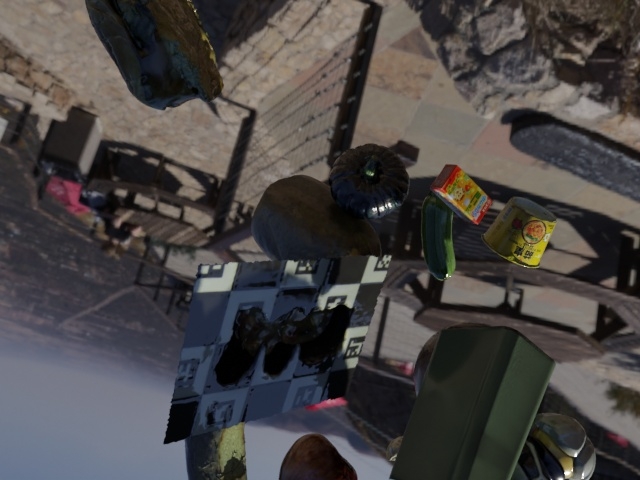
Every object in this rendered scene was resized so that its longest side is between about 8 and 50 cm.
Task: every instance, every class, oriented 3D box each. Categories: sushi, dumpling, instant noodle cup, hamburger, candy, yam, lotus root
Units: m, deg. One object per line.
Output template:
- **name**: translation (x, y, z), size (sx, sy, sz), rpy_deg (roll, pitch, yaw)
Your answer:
- **sushi**: translation (-0.083, 0.136, 1.042), size (0.373, 0.296, 0.100), rpy_deg (-3, -153, -41)
- **dumpling**: translation (0.179, 0.455, 1.439), size (0.043, 0.077, 0.059), rpy_deg (41, -172, -18)
- **instant noodle cup**: translation (0.568, -0.030, 1.835), size (0.182, 0.144, 0.182), rpy_deg (20, -156, -9)
- **hamburger**: translation (-0.286, -0.355, 1.116), size (0.134, 0.285, 0.265), rpy_deg (-20, -163, 8)
- **candy**: translation (0.279, -0.091, 1.286), size (0.122, 0.062, 0.038), rpy_deg (39, 169, -24)
- **yam**: translation (-0.251, 0.520, 1.568), size (0.154, 0.254, 0.154), rpy_deg (-3, -179, 0)
- **lotus root**: translation (0.000, 0.000, 1.673), size (0.346, 0.250, 0.250), rpy_deg (40, 176, 28)

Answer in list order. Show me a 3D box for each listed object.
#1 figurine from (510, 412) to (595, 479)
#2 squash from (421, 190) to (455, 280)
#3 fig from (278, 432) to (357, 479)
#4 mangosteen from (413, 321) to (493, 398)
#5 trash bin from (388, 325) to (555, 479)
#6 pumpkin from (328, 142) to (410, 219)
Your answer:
- **figurine**: translation (0.469, 0.477, 1.378), size (0.176, 0.236, 0.133), rpy_deg (58, 173, -10)
- **squash**: translation (0.270, -0.016, 1.492), size (0.077, 0.219, 0.068), rpy_deg (5, -168, 40)
- **fig**: translation (-0.029, 0.517, 1.349), size (0.175, 0.207, 0.175), rpy_deg (35, 158, 17)
- **mangosteen**: translation (0.411, 0.362, 1.687), size (0.359, 0.306, 0.306), rpy_deg (6, 172, -42)
- **trash bin**: translation (0.292, 0.355, 1.306), size (0.158, 0.343, 0.223), rpy_deg (40, 153, -20)
- **pumpkin**: translation (0.117, -0.140, 1.568), size (0.194, 0.194, 0.150), rpy_deg (6, -176, 26)
